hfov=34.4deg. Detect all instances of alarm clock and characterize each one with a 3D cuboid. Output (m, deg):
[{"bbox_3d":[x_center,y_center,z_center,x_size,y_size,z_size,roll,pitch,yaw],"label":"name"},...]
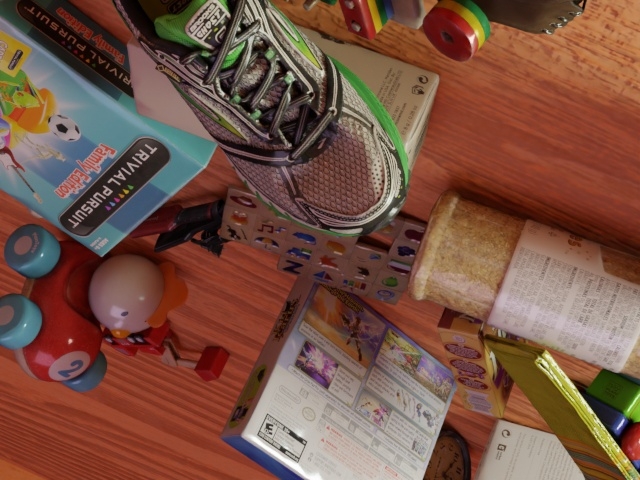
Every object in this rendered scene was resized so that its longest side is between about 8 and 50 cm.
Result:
[{"bbox_3d":[0.181,0.359,1.568,0.064,0.129,0.192,-6,145,44],"label":"alarm clock"}]

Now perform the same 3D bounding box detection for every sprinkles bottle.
[{"bbox_3d":[0.269,0.061,1.026,0.355,0.121,0.121,20,150,10],"label":"sprinkles bottle"}]

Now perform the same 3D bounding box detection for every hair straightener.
[{"bbox_3d":[-0.143,-0.019,1.308,0.230,0.047,0.089,-16,138,43],"label":"hair straightener"}]

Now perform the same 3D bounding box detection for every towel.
[{"bbox_3d":[0.258,0.192,1.077,0.237,0.021,0.102,52,161,-21],"label":"towel"}]

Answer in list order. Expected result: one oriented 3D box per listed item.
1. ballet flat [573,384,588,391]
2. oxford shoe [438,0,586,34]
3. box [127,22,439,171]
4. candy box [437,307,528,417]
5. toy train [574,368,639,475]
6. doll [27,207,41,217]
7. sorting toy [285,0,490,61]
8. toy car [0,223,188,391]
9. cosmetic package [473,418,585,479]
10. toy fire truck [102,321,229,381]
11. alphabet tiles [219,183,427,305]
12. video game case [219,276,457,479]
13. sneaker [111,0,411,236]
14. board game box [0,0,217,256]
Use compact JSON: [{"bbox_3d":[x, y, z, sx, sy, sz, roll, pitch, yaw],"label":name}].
[{"bbox_3d":[0.365,0.230,1.266,0.221,0.079,0.077,8,149,30],"label":"ballet flat"},{"bbox_3d":[0.173,-0.196,0.737,0.227,0.083,0.096,12,153,46],"label":"oxford shoe"},{"bbox_3d":[-0.036,-0.136,0.972,0.275,0.094,0.113,22,150,7],"label":"box"},{"bbox_3d":[0.188,0.109,1.178,0.053,0.109,0.187,9,147,27],"label":"candy box"},{"bbox_3d":[0.371,0.202,1.165,0.105,0.143,0.248,29,165,43],"label":"toy train"},{"bbox_3d":[-0.318,-0.056,1.367,0.189,0.046,0.129,-2,140,35],"label":"doll"},{"bbox_3d":[-0.003,-0.221,0.781,0.274,0.046,0.132,30,160,31],"label":"sorting toy"},{"bbox_3d":[-0.303,0.097,1.470,0.237,0.210,0.219,-3,152,21],"label":"toy car"},{"bbox_3d":[0.402,0.394,1.427,0.365,0.155,0.197,12,146,25],"label":"cosmetic package"},{"bbox_3d":[-0.256,0.175,1.691,0.192,0.047,0.135,-7,139,44],"label":"toy fire truck"},{"bbox_3d":[0.000,0.000,1.214,0.237,0.009,0.198,17,150,-2],"label":"alphabet tiles"},{"bbox_3d":[0.034,0.212,1.325,0.269,0.244,0.061,39,149,-22],"label":"video game case"},{"bbox_3d":[-0.067,-0.134,0.832,0.343,0.134,0.146,45,-173,3],"label":"sneaker"},{"bbox_3d":[-0.310,-0.147,1.140,0.336,0.079,0.253,36,139,-18],"label":"board game box"}]
